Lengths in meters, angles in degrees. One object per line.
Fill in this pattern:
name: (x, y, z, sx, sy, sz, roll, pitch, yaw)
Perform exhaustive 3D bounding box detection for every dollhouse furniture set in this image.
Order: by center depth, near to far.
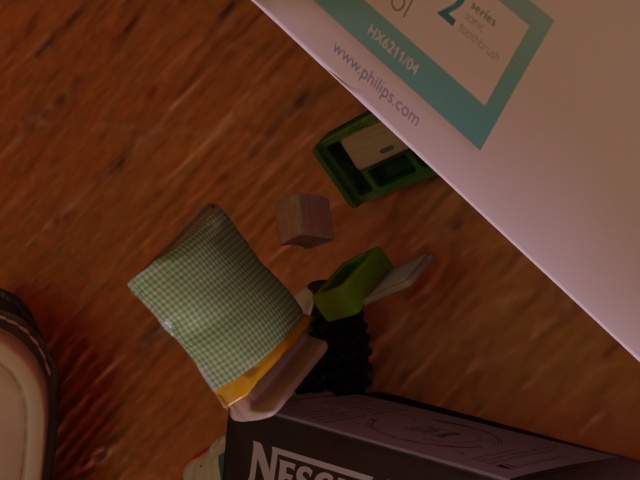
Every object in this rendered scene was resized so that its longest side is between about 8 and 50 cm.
dollhouse furniture set: (0.000, 0.000, 0.734, 0.058, 0.152, 0.076, -23, 107, 41)

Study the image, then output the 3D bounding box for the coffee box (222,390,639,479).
coffee box: (0.079, 0.148, 0.694, 0.246, 0.098, 0.141, 12, 98, 40)

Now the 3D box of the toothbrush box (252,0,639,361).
toothbrush box: (0.164, -0.047, 0.490, 0.216, 0.295, 0.126, 45, 117, 30)

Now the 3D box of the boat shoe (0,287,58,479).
boat shoe: (-0.197, 0.172, 0.957, 0.099, 0.116, 0.319, -95, 18, -68)

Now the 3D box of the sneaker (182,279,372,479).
sneaker: (-0.028, 0.092, 0.813, 0.075, 0.057, 0.161, 15, 103, 34)
